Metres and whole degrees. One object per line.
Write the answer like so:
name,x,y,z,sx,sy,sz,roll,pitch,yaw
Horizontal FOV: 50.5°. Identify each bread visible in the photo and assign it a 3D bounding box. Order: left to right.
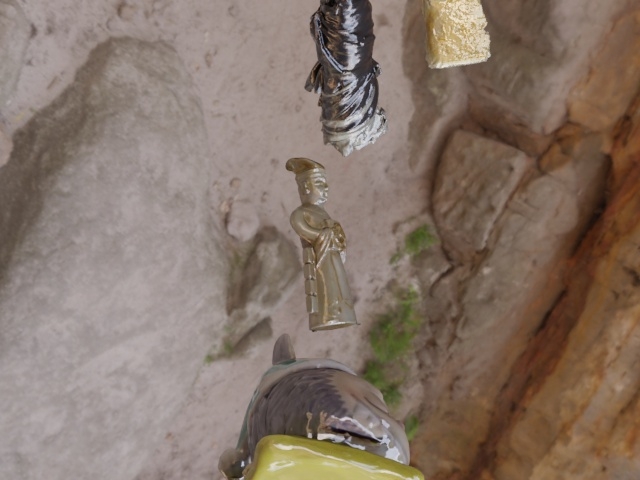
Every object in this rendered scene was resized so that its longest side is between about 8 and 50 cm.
bread,0.146,-0.232,0.745,0.070,0.035,0.083,-13,105,-3

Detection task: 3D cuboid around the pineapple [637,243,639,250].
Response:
pineapple,0.331,0.083,0.517,0.111,0.237,0.119,-14,161,8

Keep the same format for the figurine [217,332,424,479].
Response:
figurine,-0.022,0.345,1.096,0.361,0.266,0.378,-55,-168,18

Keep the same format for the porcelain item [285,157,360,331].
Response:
porcelain item,0.000,0.000,0.819,0.084,0.054,0.213,18,61,-63

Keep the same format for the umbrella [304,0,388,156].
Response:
umbrella,0.037,-0.262,0.978,0.113,0.106,0.358,-23,153,-7
